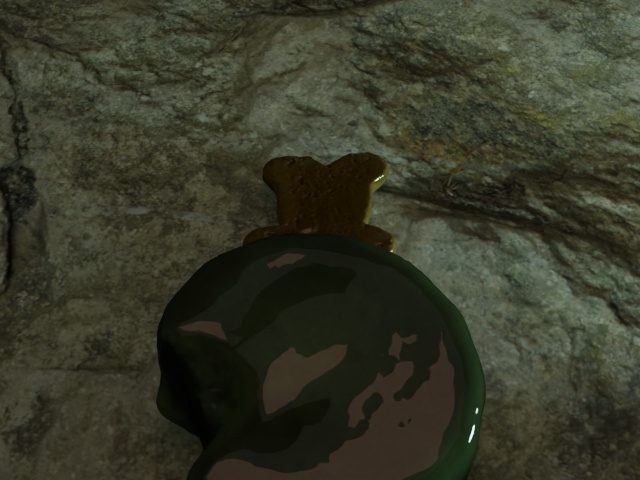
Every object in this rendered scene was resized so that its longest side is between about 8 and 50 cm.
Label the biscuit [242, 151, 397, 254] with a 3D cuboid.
[{"bbox_3d":[0.000,0.000,1.265,0.197,0.049,0.301,-2,48,3],"label":"biscuit"}]

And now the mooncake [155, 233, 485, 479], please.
[{"bbox_3d":[-0.004,0.166,1.009,0.352,0.187,0.351,-1,53,1],"label":"mooncake"}]
